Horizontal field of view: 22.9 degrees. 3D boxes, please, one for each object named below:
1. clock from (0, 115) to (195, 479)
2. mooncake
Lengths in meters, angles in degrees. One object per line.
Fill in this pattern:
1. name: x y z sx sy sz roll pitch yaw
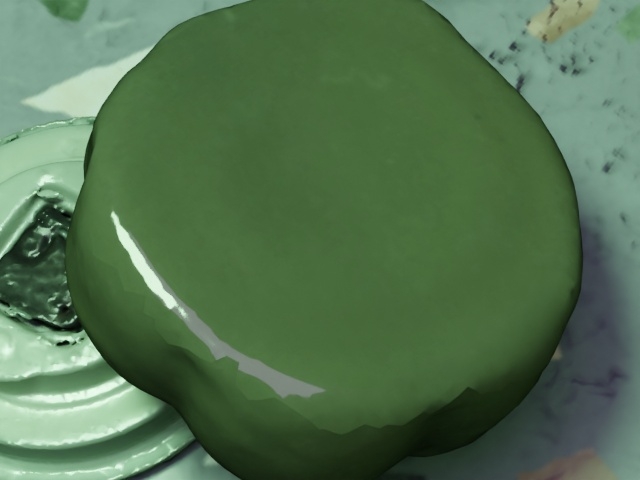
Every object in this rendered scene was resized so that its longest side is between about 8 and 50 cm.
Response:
1. clock: -0.143 0.022 0.890 0.237 0.053 0.236 -2 63 4
2. mooncake: 0.000 0.000 0.814 0.275 0.135 0.274 6 60 -11
